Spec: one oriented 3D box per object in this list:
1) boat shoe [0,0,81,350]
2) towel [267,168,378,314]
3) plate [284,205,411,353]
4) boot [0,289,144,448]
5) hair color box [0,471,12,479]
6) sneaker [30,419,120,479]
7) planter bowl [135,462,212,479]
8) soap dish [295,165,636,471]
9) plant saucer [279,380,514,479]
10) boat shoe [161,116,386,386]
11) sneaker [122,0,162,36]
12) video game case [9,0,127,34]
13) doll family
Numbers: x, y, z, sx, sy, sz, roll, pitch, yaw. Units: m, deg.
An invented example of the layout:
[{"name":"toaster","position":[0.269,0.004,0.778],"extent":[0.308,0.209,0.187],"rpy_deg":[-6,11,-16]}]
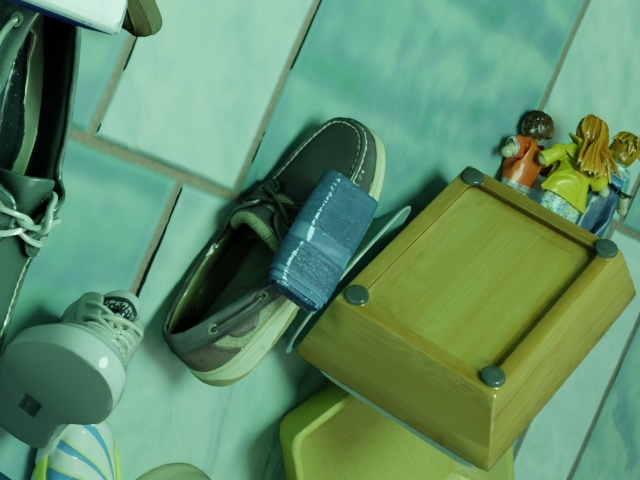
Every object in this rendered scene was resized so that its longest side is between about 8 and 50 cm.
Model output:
[{"name":"boat shoe","position":[-0.242,-0.039,1.205],"extent":[0.116,0.099,0.319],"rpy_deg":[8,92,-54]},{"name":"towel","position":[0.000,0.000,1.463],"extent":[0.067,0.029,0.119],"rpy_deg":[39,71,-29]},{"name":"plate","position":[0.020,0.033,1.600],"extent":[0.188,0.024,0.188],"rpy_deg":[-50,175,-6]},{"name":"boot","position":[-0.188,0.081,1.299],"extent":[0.095,0.258,0.123],"rpy_deg":[42,63,-9]},{"name":"hair color box","position":[-0.397,0.227,1.201],"extent":[0.347,0.105,0.174],"rpy_deg":[18,95,-52]},{"name":"sneaker","position":[-0.189,0.269,1.453],"extent":[0.091,0.126,0.240],"rpy_deg":[-21,125,-43]},{"name":"planter bowl","position":[-0.125,0.308,1.566],"extent":[0.162,0.109,0.162],"rpy_deg":[-27,129,-40]},{"name":"soap dish","position":[0.153,0.066,1.639],"extent":[0.291,0.229,0.118],"rpy_deg":[-43,155,-35]},{"name":"plant saucer","position":[0.076,0.237,1.789],"extent":[0.333,0.081,0.333],"rpy_deg":[-34,133,-34]},{"name":"boat shoe","position":[-0.043,0.000,1.505],"extent":[0.285,0.103,0.092],"rpy_deg":[-54,145,-7]},{"name":"sneaker","position":[-0.192,-0.215,1.255],"extent":[0.071,0.066,0.188],"rpy_deg":[-39,133,-6]},{"name":"video game case","position":[-0.222,-0.296,1.086],"extent":[0.269,0.061,0.244],"rpy_deg":[18,91,-34]},{"name":"doll family","position":[0.303,-0.058,1.867],"extent":[0.263,0.118,0.163],"rpy_deg":[24,90,-52]}]
